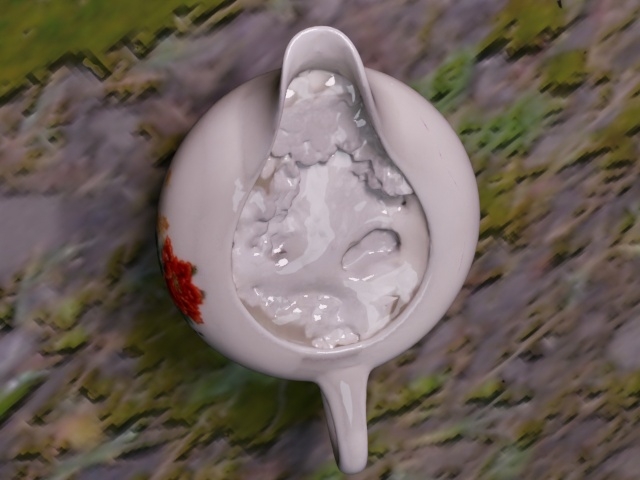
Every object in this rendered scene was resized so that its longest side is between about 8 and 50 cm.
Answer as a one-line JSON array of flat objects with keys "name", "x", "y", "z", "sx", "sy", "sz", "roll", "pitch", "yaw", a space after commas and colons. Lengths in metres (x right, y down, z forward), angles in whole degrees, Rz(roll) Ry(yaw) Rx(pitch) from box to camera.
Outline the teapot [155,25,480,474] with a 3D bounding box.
[{"name": "teapot", "x": 0.000, "y": 0.000, "z": 0.841, "sx": 0.145, "sy": 0.092, "sz": 0.226, "roll": -12, "pitch": 116, "yaw": -5}]
